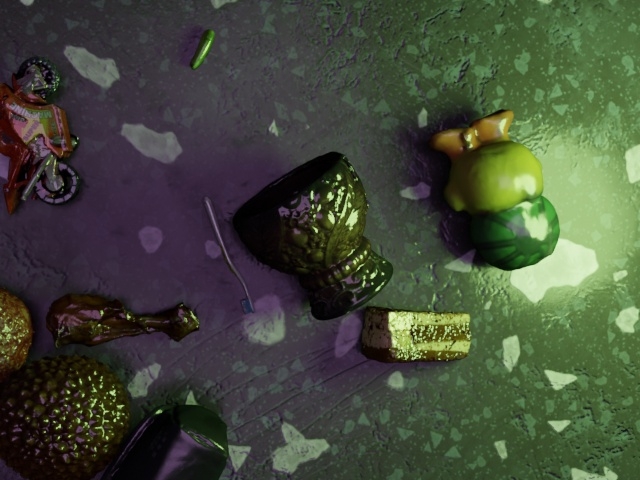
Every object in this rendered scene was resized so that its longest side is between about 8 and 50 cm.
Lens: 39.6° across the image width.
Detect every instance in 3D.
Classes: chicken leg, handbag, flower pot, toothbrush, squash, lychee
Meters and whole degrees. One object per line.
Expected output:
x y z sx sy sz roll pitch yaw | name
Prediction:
-0.395 0.165 1.790 0.304 0.093 0.113 4 107 -17 | chicken leg
-0.313 0.448 1.707 0.178 0.275 0.302 32 90 -15 | handbag
0.000 0.000 1.772 0.267 0.266 0.267 -33 106 -7 | flower pot
-0.189 0.030 1.847 0.026 0.022 0.263 -21 94 -20 | toothbrush
-0.244 -0.395 1.836 0.027 0.027 0.089 24 88 -8 | squash
-0.495 0.332 1.665 0.267 0.267 0.267 0 90 -9 | lychee

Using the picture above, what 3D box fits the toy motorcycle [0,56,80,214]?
-0.572 -0.208 1.752 0.171 0.089 0.298 -10 92 -8 | toy motorcycle

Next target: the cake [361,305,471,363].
0.216 0.202 1.854 0.246 0.135 0.112 5 88 -9 | cake

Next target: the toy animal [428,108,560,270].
0.377 -0.098 1.849 0.216 0.191 0.338 -23 94 -9 | toy animal

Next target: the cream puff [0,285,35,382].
-0.674 0.196 1.706 0.240 0.164 0.240 -1 96 -10 | cream puff
